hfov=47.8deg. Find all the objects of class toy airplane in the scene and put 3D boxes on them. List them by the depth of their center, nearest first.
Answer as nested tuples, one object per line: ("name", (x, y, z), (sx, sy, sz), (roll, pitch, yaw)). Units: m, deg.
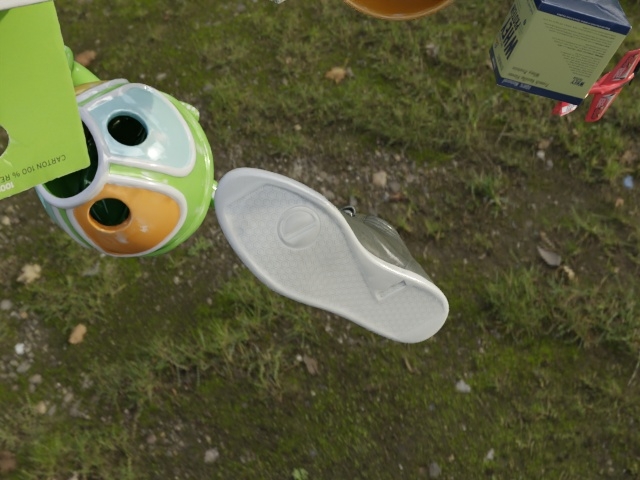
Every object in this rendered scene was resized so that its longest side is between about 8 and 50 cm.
("toy airplane", (0.374, -0.204, 0.981), (0.151, 0.151, 0.028), (-29, 67, -9))

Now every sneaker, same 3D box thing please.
("sneaker", (0.000, 0.000, 0.782), (0.104, 0.295, 0.147), (-52, 28, 12))

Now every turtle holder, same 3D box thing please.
("turtle holder", (-0.292, -0.136, 1.020), (0.243, 0.227, 0.320), (-6, 85, 20))

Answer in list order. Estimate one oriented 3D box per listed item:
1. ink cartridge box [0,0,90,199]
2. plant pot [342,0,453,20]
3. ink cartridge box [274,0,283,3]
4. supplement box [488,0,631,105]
("ink cartridge box", (-0.183, -0.113, 0.340), (0.097, 0.255, 0.189), (22, 37, 35))
("plant pot", (0.107, -0.381, 0.816), (0.205, 0.205, 0.188), (11, 40, 20))
("ink cartridge box", (-0.013, -0.551, 1.166), (0.283, 0.117, 0.207), (-32, 76, -6))
("supplement box", (0.205, -0.175, 0.628), (0.083, 0.083, 0.056), (12, 46, -10))
